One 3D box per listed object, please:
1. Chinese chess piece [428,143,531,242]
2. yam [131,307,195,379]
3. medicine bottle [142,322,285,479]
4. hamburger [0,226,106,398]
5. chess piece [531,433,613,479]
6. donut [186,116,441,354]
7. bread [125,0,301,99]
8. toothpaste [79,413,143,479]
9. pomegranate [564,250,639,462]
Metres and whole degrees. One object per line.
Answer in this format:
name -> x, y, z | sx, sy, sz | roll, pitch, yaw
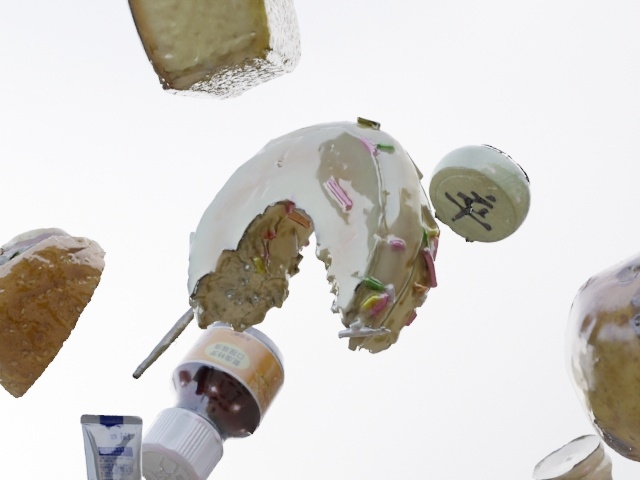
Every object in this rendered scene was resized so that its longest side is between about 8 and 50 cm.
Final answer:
Chinese chess piece -> 0.284, -0.082, 1.671 | 0.083, 0.188, 0.188 | -48, -29, -33
yam -> -0.308, 0.204, 1.879 | 0.027, 0.234, 0.029 | -28, -74, 40
medicine bottle -> -0.243, 0.380, 2.077 | 0.242, 0.395, 0.242 | 12, -49, 14
hamburger -> -0.564, 0.110, 1.729 | 0.209, 0.162, 0.330 | 32, -102, -29
chess piece -> 0.467, 0.481, 1.496 | 0.124, 0.307, 0.139 | -29, -1, 11
donut -> -0.004, -0.007, 1.221 | 0.371, 0.307, 0.150 | 1, -21, 42
bread -> -0.125, -0.322, 1.006 | 0.143, 0.333, 0.323 | -12, -85, 6
toothpaste -> -0.284, 0.371, 1.304 | 0.096, 0.266, 0.061 | 9, -35, -34
pomegranate -> 0.426, 0.129, 1.090 | 0.281, 0.281, 0.281 | -10, -42, -9
